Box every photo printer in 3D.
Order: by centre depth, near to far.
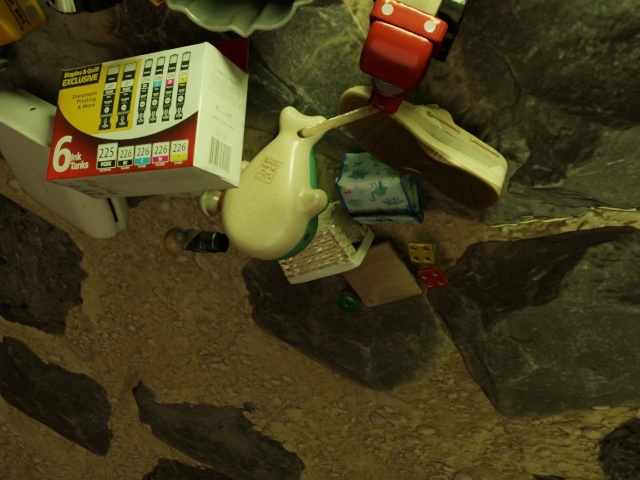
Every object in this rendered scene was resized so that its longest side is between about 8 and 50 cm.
[{"bbox_3d":[-0.514,-0.147,1.422,0.308,0.107,0.256,27,145,32],"label":"photo printer"}]

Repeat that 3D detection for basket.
[{"bbox_3d":[0.000,0.000,1.381,0.167,0.113,0.103,-15,117,34],"label":"basket"}]

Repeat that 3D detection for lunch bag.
[{"bbox_3d":[0.109,-0.081,1.275,0.129,0.096,0.151,0,143,22],"label":"lunch bag"}]

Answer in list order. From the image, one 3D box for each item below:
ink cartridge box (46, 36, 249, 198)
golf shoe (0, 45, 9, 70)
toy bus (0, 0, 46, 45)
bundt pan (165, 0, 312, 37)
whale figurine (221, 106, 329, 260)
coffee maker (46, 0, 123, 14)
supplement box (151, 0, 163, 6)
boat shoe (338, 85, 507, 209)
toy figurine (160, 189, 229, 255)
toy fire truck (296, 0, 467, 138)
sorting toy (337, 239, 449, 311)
[{"bbox_3d":[-0.286,-0.222,1.197,0.310,0.271,0.130,-3,167,27],"label":"ink cartridge box"},{"bbox_3d":[-0.738,-0.394,1.407,0.273,0.105,0.120,5,113,16],"label":"golf shoe"},{"bbox_3d":[-0.622,-0.496,1.220,0.108,0.130,0.332,-4,127,29],"label":"toy bus"},{"bbox_3d":[-0.121,-0.469,1.014,0.331,0.124,0.330,13,133,15],"label":"bundt pan"},{"bbox_3d":[-0.060,-0.094,1.271,0.216,0.271,0.141,22,-179,34],"label":"whale figurine"},{"bbox_3d":[-0.365,-0.460,1.126,0.171,0.120,0.178,-6,147,-7],"label":"coffee maker"},{"bbox_3d":[-0.229,-0.387,1.020,0.055,0.043,0.083,38,134,-9],"label":"supplement box"},{"bbox_3d":[0.170,-0.167,1.165,0.302,0.098,0.109,31,148,-5],"label":"boat shoe"},{"bbox_3d":[-0.230,-0.090,1.341,0.148,0.209,0.213,4,130,30],"label":"toy figurine"},{"bbox_3d":[0.080,-0.236,1.000,0.159,0.217,0.246,24,91,4],"label":"toy fire truck"},{"bbox_3d":[0.125,0.056,1.415,0.275,0.046,0.132,-19,118,37],"label":"sorting toy"}]
